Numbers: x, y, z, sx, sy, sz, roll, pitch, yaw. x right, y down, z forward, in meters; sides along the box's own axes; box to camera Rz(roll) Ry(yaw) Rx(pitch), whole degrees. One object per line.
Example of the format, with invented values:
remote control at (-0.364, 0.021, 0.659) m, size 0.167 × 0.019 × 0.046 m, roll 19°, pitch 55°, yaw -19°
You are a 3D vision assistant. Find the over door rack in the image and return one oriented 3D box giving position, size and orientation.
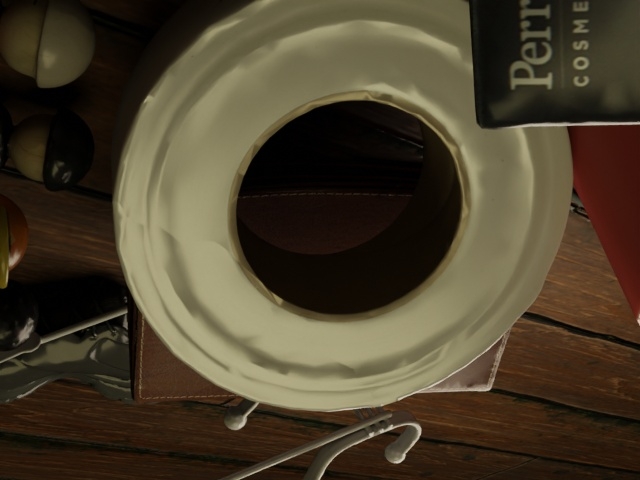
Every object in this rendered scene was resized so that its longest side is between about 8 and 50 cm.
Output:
over door rack at (-0.111, 0.135, 0.926) m, size 0.324 × 0.239 × 0.108 m, roll -11°, pitch 133°, yaw -24°

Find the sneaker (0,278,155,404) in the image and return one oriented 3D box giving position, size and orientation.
sneaker at (-0.250, 0.088, 1.048) m, size 0.286 × 0.109 × 0.130 m, roll 3°, pitch 142°, yaw -33°

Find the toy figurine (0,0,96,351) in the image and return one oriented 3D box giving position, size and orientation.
toy figurine at (-0.223, -0.042, 0.660) m, size 0.148 × 0.209 × 0.213 m, roll 10°, pitch 151°, yaw -10°

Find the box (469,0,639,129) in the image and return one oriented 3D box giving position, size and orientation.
box at (0.186, -0.196, 0.297) m, size 0.294 × 0.183 × 0.296 m, roll 0°, pitch 121°, yaw 16°

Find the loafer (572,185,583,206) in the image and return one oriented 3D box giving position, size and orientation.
loafer at (0.326, -0.043, 0.859) m, size 0.267 × 0.096 × 0.084 m, roll 20°, pitch 142°, yaw 8°

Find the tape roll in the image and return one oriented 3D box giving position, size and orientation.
tape roll at (0.009, -0.037, 0.681) m, size 0.286 × 0.100 × 0.286 m, roll -4°, pitch 114°, yaw -9°

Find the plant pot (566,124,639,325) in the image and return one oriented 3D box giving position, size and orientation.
plant pot at (0.267, -0.077, 0.671) m, size 0.275 × 0.243 × 0.275 m, roll -5°, pitch 153°, yaw -2°

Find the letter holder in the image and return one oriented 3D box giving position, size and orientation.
letter holder at (0.000, 0.000, 0.858) m, size 0.302 × 0.152 × 0.214 m, roll 0°, pitch 131°, yaw -12°
